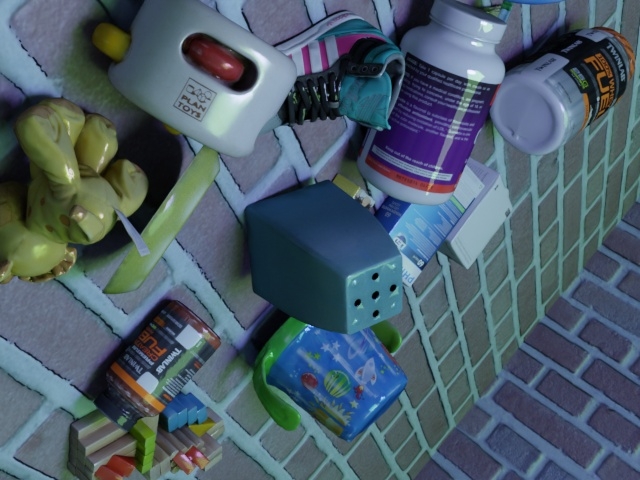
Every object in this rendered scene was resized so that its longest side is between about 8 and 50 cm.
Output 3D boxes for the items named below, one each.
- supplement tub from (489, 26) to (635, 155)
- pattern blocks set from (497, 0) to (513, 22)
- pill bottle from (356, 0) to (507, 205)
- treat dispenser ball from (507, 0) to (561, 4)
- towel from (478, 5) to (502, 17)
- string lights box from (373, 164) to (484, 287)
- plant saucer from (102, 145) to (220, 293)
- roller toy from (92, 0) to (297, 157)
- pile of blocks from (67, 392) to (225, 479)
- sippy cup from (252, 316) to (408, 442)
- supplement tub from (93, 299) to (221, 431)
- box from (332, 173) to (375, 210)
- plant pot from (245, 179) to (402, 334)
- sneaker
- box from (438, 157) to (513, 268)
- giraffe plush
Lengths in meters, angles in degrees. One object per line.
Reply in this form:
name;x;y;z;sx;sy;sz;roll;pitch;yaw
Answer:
supplement tub;0.521;-0.328;1.850;0.316;0.194;0.193;-36;146;-32
pattern blocks set;0.367;-0.526;1.485;0.285;0.026;0.324;85;28;-76
pill bottle;0.193;-0.232;1.466;0.181;0.181;0.322;-13;131;-51
treat dispenser ball;0.264;-0.429;1.035;0.288;0.288;0.288;-37;146;-30
towel;0.298;-0.385;1.627;0.148;0.027;0.110;-21;138;-47
string lights box;0.197;-0.051;1.726;0.259;0.077;0.133;-52;128;-5
plant saucer;-0.194;-0.024;1.109;0.241;0.037;0.241;-54;-170;13
roller toy;-0.139;-0.188;1.002;0.146;0.191;0.209;-59;151;7
pile of blocks;-0.253;0.333;1.455;0.362;0.113;0.149;5;116;-58
sippy cup;0.032;0.242;1.620;0.305;0.224;0.240;-42;163;-13
supplement tub;-0.250;0.193;1.321;0.198;0.106;0.106;-49;151;-13
box;0.000;0.000;1.546;0.232;0.058;0.087;-55;151;1
plant pot;0.016;0.039;1.366;0.166;0.234;0.165;-20;124;-28
sneaker;0.015;-0.203;1.231;0.295;0.178;0.123;-41;148;-24
box;0.307;-0.063;1.878;0.182;0.119;0.181;-53;151;-5
giraffe plush;-0.303;-0.032;0.975;0.170;0.210;0.181;-32;161;18
